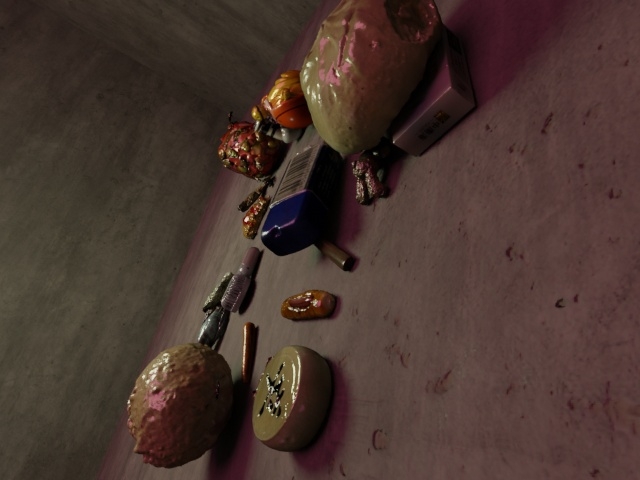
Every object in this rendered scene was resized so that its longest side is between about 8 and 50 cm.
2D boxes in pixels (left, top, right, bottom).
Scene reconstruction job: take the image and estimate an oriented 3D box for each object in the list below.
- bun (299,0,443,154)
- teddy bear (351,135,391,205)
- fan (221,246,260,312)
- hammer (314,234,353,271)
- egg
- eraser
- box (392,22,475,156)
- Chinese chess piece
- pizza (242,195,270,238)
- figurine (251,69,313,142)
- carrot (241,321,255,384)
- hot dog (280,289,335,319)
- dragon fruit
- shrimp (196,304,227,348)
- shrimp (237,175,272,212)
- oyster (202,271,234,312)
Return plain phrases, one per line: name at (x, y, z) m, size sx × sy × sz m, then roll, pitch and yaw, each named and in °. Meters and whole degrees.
bun at (0.075, -0.376, 0.851) m, size 0.364 × 0.202 × 0.364 m, roll -54°, pitch 21°, yaw 32°
teddy bear at (0.107, -0.165, 0.886) m, size 0.119 × 0.078 × 0.160 m, roll -27°, pitch 44°, yaw 61°
fan at (-0.268, 0.131, 1.396) m, size 0.130 × 0.074 × 0.244 m, roll -45°, pitch 22°, yaw 60°
hammer at (0.000, 0.000, 1.002) m, size 0.111 × 0.043 × 0.365 m, roll -61°, pitch 25°, yaw 5°
egg at (-0.352, 0.408, 1.035) m, size 0.279 × 0.279 × 0.310 m, roll -52°, pitch 15°, yaw 27°
eraser at (-0.041, -0.120, 1.052) m, size 0.155 × 0.101 × 0.332 m, roll -21°, pitch 39°, yaw 35°
box at (0.217, -0.304, 0.806) m, size 0.155 × 0.067 × 0.242 m, roll -44°, pitch 30°, yaw 44°
Chinese chess piece at (-0.058, 0.294, 0.760) m, size 0.188 × 0.083 × 0.188 m, roll -48°, pitch 26°, yaw 32°
pizza at (-0.274, -0.111, 1.662) m, size 0.198 × 0.062 × 0.188 m, roll -58°, pitch 25°, yaw 11°
figurine at (-0.101, -0.511, 1.535) m, size 0.320 × 0.196 × 0.323 m, roll -30°, pitch -3°, yaw -24°
carrot at (-0.202, 0.307, 1.111) m, size 0.037 × 0.037 × 0.190 m, roll -49°, pitch 29°, yaw 32°
hot dog at (-0.038, 0.144, 0.916) m, size 0.216 × 0.047 × 0.066 m, roll -19°, pitch 47°, yaw 59°
dragon fruit at (-0.303, -0.408, 1.793) m, size 0.291 × 0.250 × 0.269 m, roll 12°, pitch 85°, yaw 51°
shrimp at (-0.377, 0.298, 1.451) m, size 0.090 × 0.079 × 0.232 m, roll 14°, pitch 62°, yaw 22°
shrimp at (-0.272, -0.203, 1.723) m, size 0.152 × 0.046 × 0.219 m, roll -36°, pitch 15°, yaw 47°
oyster at (-0.383, 0.200, 1.516) m, size 0.177 × 0.064 × 0.125 m, roll -48°, pitch -3°, yaw -14°
